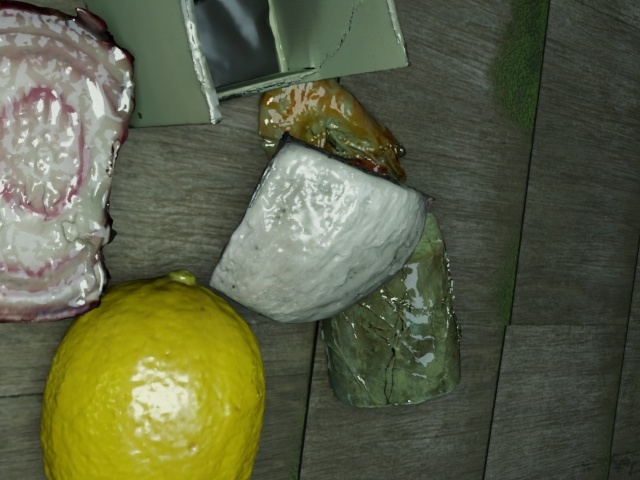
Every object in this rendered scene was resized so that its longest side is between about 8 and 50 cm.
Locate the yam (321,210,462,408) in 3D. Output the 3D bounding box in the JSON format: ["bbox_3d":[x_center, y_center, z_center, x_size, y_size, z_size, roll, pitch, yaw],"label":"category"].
[{"bbox_3d":[0.108,0.100,1.122,0.202,0.201,0.271,-18,102,-39],"label":"yam"}]

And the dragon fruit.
[{"bbox_3d":[0.000,0.000,0.916,0.204,0.283,0.221,28,95,-6],"label":"dragon fruit"}]

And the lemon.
[{"bbox_3d":[-0.183,0.188,0.838,0.245,0.245,0.320,11,88,-41],"label":"lemon"}]

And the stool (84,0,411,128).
[{"bbox_3d":[-0.087,-0.233,0.826,0.243,0.269,0.170,-22,108,-28],"label":"stool"}]

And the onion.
[{"bbox_3d":[-0.335,-0.087,0.744,0.280,0.146,0.314,11,97,-33],"label":"onion"}]

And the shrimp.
[{"bbox_3d":[0.028,-0.140,1.098,0.294,0.062,0.154,25,90,-34],"label":"shrimp"}]
